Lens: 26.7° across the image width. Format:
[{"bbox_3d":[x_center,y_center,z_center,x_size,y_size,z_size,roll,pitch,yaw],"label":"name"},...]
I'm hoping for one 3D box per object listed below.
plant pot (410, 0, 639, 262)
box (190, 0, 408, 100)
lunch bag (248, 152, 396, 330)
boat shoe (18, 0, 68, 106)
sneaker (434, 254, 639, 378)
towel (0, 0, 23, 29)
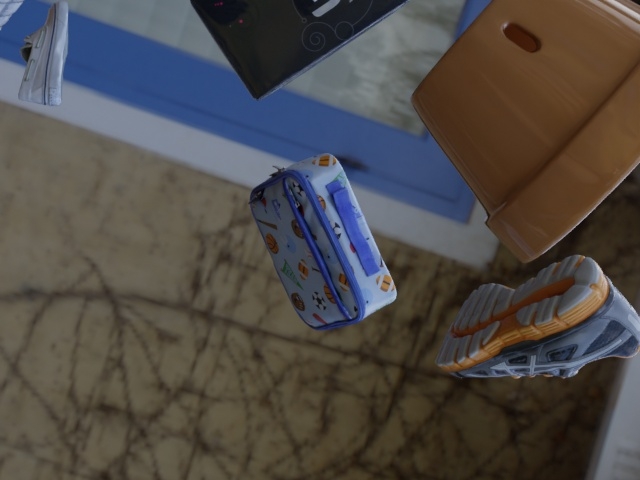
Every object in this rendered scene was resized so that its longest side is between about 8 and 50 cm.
[{"bbox_3d":[0.229,-0.150,1.368,0.291,0.203,0.291,-48,178,-2],"label":"plant pot"},{"bbox_3d":[-0.019,-0.328,1.826,0.270,0.165,0.143,-34,-174,3],"label":"box"},{"bbox_3d":[0.000,0.000,2.321,0.115,0.303,0.243,-28,-175,-27],"label":"lunch bag"},{"bbox_3d":[-0.459,-0.317,2.233,0.083,0.076,0.226,102,-12,-47],"label":"boat shoe"},{"bbox_3d":[0.170,0.080,1.090,0.215,0.083,0.084,-23,-145,58],"label":"sneaker"},{"bbox_3d":[-0.307,-0.251,0.974,0.284,0.235,0.121,-42,-111,35],"label":"towel"}]
